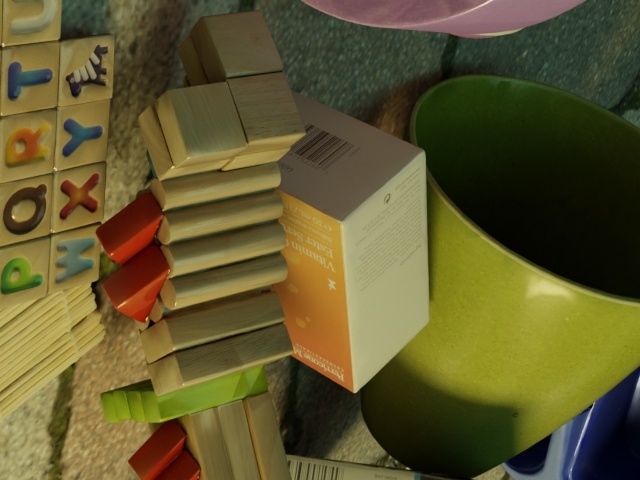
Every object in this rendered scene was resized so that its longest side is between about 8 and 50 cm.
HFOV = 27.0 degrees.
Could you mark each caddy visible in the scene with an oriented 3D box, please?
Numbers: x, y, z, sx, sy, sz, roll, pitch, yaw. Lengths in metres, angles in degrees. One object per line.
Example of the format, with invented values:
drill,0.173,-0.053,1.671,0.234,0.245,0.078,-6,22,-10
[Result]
caddy,0.292,0.115,1.364,0.179,0.241,0.341,-23,131,-55

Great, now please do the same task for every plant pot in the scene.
plant pot,0.150,0.059,1.124,0.275,0.275,0.293,-24,147,-45

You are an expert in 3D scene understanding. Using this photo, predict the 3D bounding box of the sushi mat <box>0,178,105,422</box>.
sushi mat,-0.254,0.098,0.765,0.316,0.019,0.151,-41,144,-31

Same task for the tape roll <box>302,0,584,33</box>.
tape roll,0.067,-0.250,0.713,0.090,0.275,0.274,-9,121,-52

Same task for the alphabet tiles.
alphabet tiles,-0.190,-0.064,0.717,0.198,0.009,0.237,-17,123,-46

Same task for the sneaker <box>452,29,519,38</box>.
sneaker,0.119,-0.195,0.946,0.282,0.161,0.102,-25,131,-47

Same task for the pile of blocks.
pile of blocks,-0.098,0.035,0.849,0.113,0.149,0.362,-13,115,-35

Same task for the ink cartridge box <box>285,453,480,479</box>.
ink cartridge box,0.058,0.212,1.108,0.208,0.206,0.045,60,36,-76

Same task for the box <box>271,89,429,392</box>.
box,0.000,0.000,0.949,0.091,0.130,0.170,-41,142,-32
